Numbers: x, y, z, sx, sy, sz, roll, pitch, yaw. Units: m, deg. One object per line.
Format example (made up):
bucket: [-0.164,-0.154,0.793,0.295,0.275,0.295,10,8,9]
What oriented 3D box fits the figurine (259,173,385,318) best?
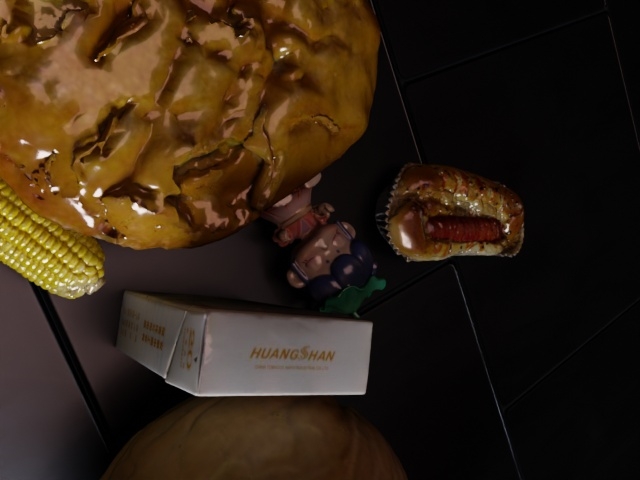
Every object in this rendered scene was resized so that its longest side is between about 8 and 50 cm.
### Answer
figurine: [0.000,0.000,0.674,0.111,0.102,0.195,-33,104,-14]

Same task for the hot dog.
hot dog: [0.181,-0.033,0.800,0.252,0.069,0.131,5,86,-33]

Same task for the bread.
bread: [-0.140,-0.189,0.522,0.398,0.215,0.399,-1,91,-31]

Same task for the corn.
corn: [-0.274,-0.021,0.521,0.206,0.067,0.067,43,69,-24]

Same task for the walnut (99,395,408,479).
walnut: [-0.068,0.279,0.540,0.277,0.252,0.313,40,77,-37]

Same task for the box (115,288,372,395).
box: [-0.080,0.087,0.542,0.149,0.233,0.067,6,86,-31]
